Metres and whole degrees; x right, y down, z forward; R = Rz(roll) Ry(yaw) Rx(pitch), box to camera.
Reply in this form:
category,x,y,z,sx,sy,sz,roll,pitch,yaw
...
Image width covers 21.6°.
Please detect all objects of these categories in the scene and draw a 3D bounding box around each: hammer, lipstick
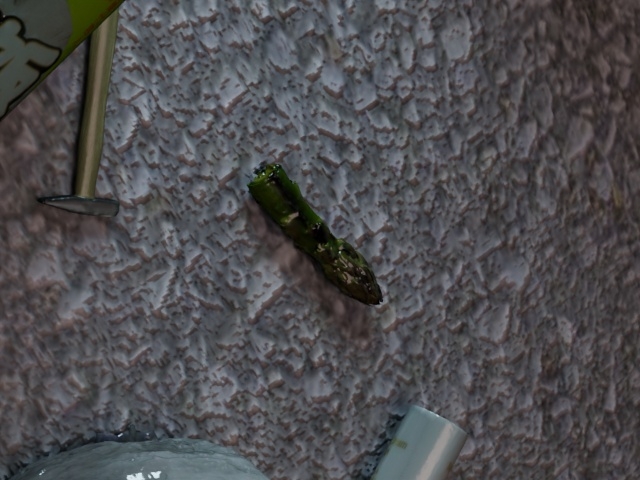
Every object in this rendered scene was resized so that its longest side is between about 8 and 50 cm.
category,x,y,z,sx,sy,sz,roll,pitch,yaw
hammer,-0.164,-0.116,1.211,0.062,0.013,0.199,4,96,-36
lipstick,0.038,0.262,1.396,0.059,0.059,0.264,37,76,-34

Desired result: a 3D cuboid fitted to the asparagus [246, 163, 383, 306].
category,x,y,z,sx,sy,sz,roll,pitch,yaw
asparagus,0.000,0.000,1.339,0.165,0.030,0.036,45,62,-32

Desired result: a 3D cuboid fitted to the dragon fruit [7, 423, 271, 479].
category,x,y,z,sx,sy,sz,roll,pitch,yaw
dragon fruit,-0.138,0.289,1.189,0.221,0.204,0.283,5,95,-35

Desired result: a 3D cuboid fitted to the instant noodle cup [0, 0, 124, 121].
category,x,y,z,sx,sy,sz,roll,pitch,yaw
instant noodle cup,-0.261,-0.172,0.997,0.308,0.294,0.294,-50,123,-8
